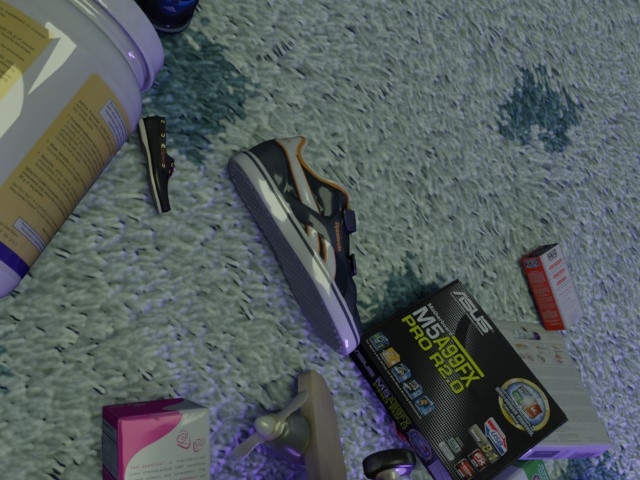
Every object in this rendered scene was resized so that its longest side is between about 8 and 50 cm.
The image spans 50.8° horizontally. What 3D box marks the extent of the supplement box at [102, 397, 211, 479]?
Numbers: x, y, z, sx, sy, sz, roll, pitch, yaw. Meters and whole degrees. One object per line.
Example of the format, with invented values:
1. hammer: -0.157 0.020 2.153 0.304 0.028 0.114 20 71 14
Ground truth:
1. supplement box: -0.202 0.313 0.825 0.111 0.114 0.220 1 86 -28

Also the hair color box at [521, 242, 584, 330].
1. hair color box: 0.418 0.083 1.212 0.072 0.043 0.141 -25 97 -37

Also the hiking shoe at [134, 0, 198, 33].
1. hiking shoe: -0.182 -0.436 0.898 0.113 0.132 0.304 2 84 -28

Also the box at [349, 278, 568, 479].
1. box: 0.203 0.216 1.012 0.216 0.060 0.270 -24 67 -27

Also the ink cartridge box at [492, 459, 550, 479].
1. ink cartridge box: 0.282 0.453 1.082 0.208 0.086 0.153 -25 97 -29

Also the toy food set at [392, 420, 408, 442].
1. toy food set: 0.149 0.279 1.067 0.082 0.020 0.084 12 79 -27

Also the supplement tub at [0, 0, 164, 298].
1. supplement tub: -0.344 -0.131 0.721 0.241 0.241 0.331 38 69 -20

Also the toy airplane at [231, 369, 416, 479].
1. toy airplane: 0.005 0.398 0.840 0.272 0.386 0.385 -12 101 4

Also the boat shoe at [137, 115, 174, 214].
1. boat shoe: -0.213 -0.101 0.896 0.041 0.049 0.133 -9 85 -20

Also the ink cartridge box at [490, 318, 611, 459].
1. ink cartridge box: 0.368 0.251 1.146 0.188 0.066 0.232 8 44 -28

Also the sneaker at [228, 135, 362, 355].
1. sneaker: 0.000 0.000 0.956 0.127 0.126 0.321 -30 98 -21
